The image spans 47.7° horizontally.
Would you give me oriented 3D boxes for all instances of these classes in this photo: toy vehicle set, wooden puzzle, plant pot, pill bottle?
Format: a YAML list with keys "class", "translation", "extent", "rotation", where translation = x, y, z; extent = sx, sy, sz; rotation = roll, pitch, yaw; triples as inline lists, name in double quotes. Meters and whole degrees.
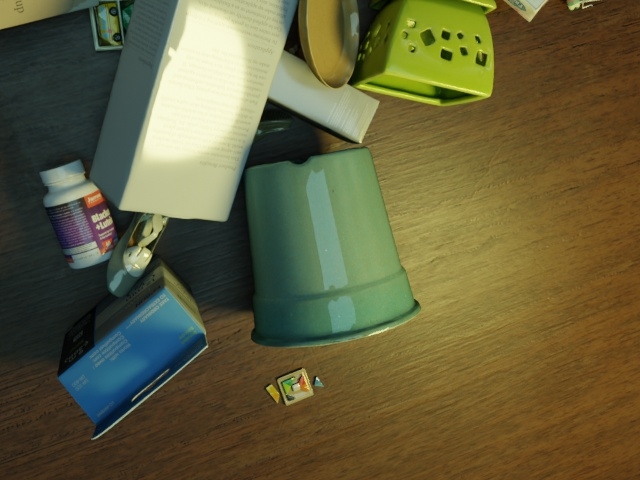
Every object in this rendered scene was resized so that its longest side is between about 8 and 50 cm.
- class: "toy vehicle set"
  translation: [-0.354, -0.494, 1.351]
  extent: [0.166, 0.035, 0.266]
  rotation: [-8, 104, -13]
- class: "wooden puzzle"
  translation: [-0.057, 0.329, 1.620]
  extent: [0.116, 0.014, 0.078]
  rotation: [-27, 107, -8]
- class: "plant pot"
  translation: [0.205, -0.393, 1.426]
  extent: [0.227, 0.228, 0.207]
  rotation: [8, 92, -16]
- class: "plant pot"
  translation: [0.014, -0.395, 1.318]
  extent: [0.033, 0.236, 0.236]
  rotation: [3, 104, 24]
- class: "pill bottle"
  translation: [-0.461, -0.053, 1.382]
  extent: [0.108, 0.108, 0.193]
  rotation: [-20, 106, -10]
- class: "plant pot"
  translation: [0.000, 0.000, 1.414]
  extent: [0.341, 0.341, 0.333]
  rotation: [-12, 97, -12]

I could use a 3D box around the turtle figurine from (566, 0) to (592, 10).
- class: "turtle figurine"
  translation: [0.526, -0.587, 1.522]
  extent: [0.234, 0.118, 0.175]
  rotation: [5, 93, -7]

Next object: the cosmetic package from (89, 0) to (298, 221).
- class: "cosmetic package"
  translation: [-0.229, -0.276, 1.294]
  extent: [0.230, 0.161, 0.453]
  rotation: [6, 111, -42]

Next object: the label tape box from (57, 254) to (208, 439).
- class: "label tape box"
  translation: [-0.351, 0.180, 1.335]
  extent: [0.249, 0.348, 0.115]
  rotation: [-40, 108, -3]

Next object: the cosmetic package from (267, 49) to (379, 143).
- class: "cosmetic package"
  translation: [-0.018, -0.287, 1.437]
  extent: [0.238, 0.127, 0.107]
  rotation: [22, 95, -16]

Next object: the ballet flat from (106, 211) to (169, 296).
- class: "ballet flat"
  translation: [-0.347, 0.009, 1.388]
  extent: [0.072, 0.068, 0.213]
  rotation: [45, 44, -36]

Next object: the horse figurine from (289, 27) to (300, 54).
- class: "horse figurine"
  translation: [-0.011, -0.467, 1.387]
  extent: [0.066, 0.174, 0.263]
  rotation: [13, 138, 14]

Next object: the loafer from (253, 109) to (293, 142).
- class: "loafer"
  translation: [-0.127, -0.227, 1.460]
  extent: [0.148, 0.056, 0.050]
  rotation: [-6, 125, 2]

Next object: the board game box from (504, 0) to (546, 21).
- class: "board game box"
  translation: [0.407, -0.660, 1.439]
  extent: [0.318, 0.066, 0.318]
  rotation: [43, 90, 4]

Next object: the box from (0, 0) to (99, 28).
- class: "box"
  translation: [-0.545, -0.442, 1.200]
  extent: [0.311, 0.121, 0.148]
  rotation: [-25, 143, -25]
